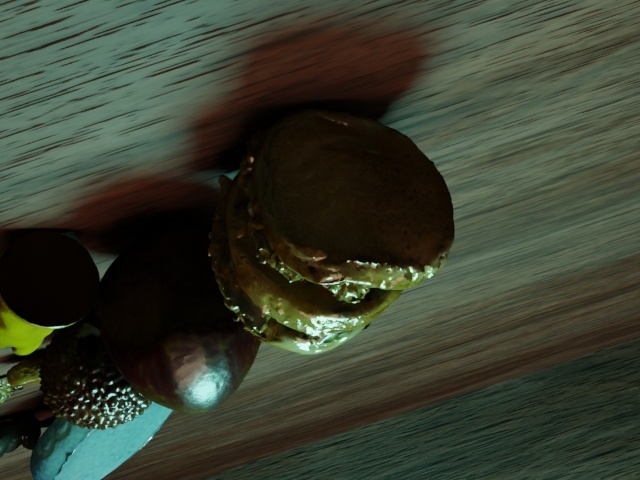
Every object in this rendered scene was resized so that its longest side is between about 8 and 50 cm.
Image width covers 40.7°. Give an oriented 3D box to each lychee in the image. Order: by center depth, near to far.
[{"bbox_3d":[-0.328,0.196,1.277,0.188,0.188,0.188,-15,159,-6],"label":"lychee"}]

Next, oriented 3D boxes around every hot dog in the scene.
[{"bbox_3d":[-0.397,0.197,1.403,0.216,0.047,0.066,-9,172,-24],"label":"hot dog"}]

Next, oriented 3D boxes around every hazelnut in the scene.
[{"bbox_3d":[-0.176,0.097,1.071,0.218,0.233,0.218,3,143,3],"label":"hazelnut"}]

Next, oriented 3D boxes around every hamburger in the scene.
[{"bbox_3d":[-0.003,-0.008,0.938,0.260,0.245,0.211,-51,-178,-31],"label":"hamburger"}]

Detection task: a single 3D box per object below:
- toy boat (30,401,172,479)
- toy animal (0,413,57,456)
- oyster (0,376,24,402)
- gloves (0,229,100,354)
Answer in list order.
[{"bbox_3d":[-0.420,0.342,1.645,0.330,0.123,0.215,-47,155,8],"label":"toy boat"},{"bbox_3d":[-0.607,0.390,1.657,0.233,0.084,0.148,-11,158,-37],"label":"toy animal"},{"bbox_3d":[-0.585,0.283,1.452,0.177,0.056,0.105,-23,168,-19],"label":"oyster"},{"bbox_3d":[-0.393,0.087,1.090,0.133,0.116,0.294,29,147,-26],"label":"gloves"}]
